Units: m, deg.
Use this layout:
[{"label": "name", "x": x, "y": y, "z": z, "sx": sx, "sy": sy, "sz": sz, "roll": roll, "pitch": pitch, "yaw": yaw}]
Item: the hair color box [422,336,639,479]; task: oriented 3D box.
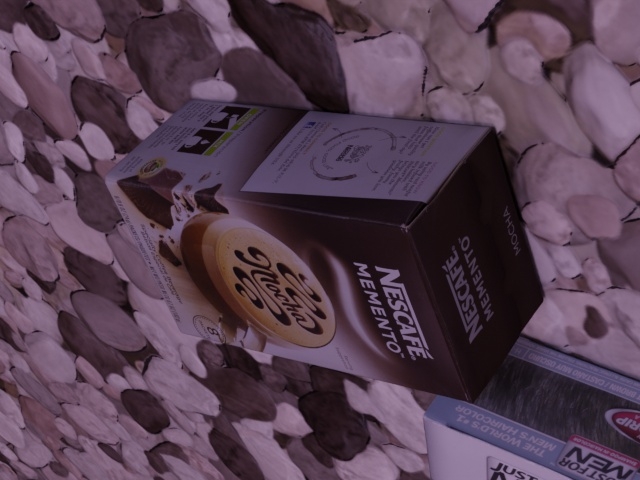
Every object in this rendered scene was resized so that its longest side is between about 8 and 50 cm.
[{"label": "hair color box", "x": 0.203, "y": 0.259, "z": 1.091, "sx": 0.185, "sy": 0.113, "sz": 0.374, "roll": 20, "pitch": 142, "yaw": 28}]

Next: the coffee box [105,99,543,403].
[{"label": "coffee box", "x": 0.000, "y": 0.000, "z": 0.992, "sx": 0.297, "sy": 0.119, "sz": 0.168, "roll": 9, "pitch": 134, "yaw": 39}]
